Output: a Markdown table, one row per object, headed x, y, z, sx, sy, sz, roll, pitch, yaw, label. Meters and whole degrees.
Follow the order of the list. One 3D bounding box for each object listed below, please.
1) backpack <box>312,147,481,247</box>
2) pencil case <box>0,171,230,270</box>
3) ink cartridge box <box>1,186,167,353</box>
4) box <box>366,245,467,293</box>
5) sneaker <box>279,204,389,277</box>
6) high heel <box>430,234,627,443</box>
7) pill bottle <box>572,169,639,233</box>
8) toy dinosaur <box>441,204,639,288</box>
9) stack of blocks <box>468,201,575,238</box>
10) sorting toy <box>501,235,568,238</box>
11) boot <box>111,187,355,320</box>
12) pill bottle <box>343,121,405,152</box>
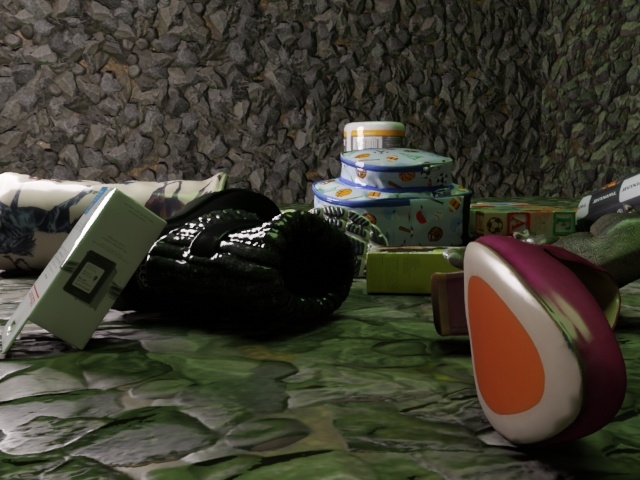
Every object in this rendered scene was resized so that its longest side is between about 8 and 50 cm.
| x | y | z | sx | sy | sz | roll | pitch | yaw | label |
| --- | --- | --- | --- | --- | --- | --- | --- | --- | --- |
| 0.117 | -0.063 | 1.305 | 0.263 | 0.213 | 0.276 | -14 | 13 | -19 | backpack |
| -0.338 | -0.030 | 1.146 | 0.410 | 0.160 | 0.183 | 0 | 6 | 5 | pencil case |
| -0.234 | 0.037 | 0.699 | 0.060 | 0.180 | 0.104 | 36 | -9 | -23 | ink cartridge box |
| 0.179 | 0.039 | 0.951 | 0.232 | 0.058 | 0.087 | 1 | 6 | 7 | box |
| 0.000 | 0.000 | 1.152 | 0.275 | 0.107 | 0.110 | 11 | -6 | 36 | sneaker |
| 0.191 | 0.050 | 0.515 | 0.181 | 0.127 | 0.377 | -4 | 5 | 2 | high heel |
| 0.557 | -0.049 | 1.288 | 0.130 | 0.131 | 0.245 | -3 | -12 | -20 | pill bottle |
| 0.294 | 0.019 | 0.765 | 0.313 | 0.121 | 0.160 | -15 | 6 | 12 | toy dinosaur |
| 0.354 | -0.024 | 1.401 | 0.171 | 0.087 | 0.297 | -1 | 6 | -5 | stack of blocks |
| 0.424 | 0.022 | 1.157 | 0.274 | 0.046 | 0.132 | 1 | 6 | 5 | sorting toy |
| -0.068 | 0.010 | 0.864 | 0.260 | 0.131 | 0.348 | -5 | 14 | 28 | boot |
| 0.141 | -0.167 | 1.859 | 0.162 | 0.279 | 0.162 | 0 | 7 | 0 | pill bottle |
